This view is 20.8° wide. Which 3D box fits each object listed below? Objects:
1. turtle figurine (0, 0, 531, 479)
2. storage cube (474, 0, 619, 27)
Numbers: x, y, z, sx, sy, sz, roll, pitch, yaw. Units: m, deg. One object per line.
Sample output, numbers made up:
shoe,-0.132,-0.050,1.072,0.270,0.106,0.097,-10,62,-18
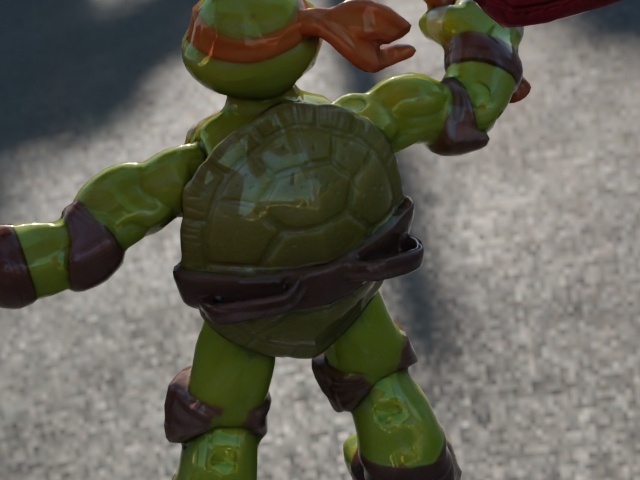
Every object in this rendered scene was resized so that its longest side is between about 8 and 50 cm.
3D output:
turtle figurine,0.000,0.000,0.543,0.269,0.217,0.087,-24,36,-24
storage cube,0.076,-0.189,0.312,0.184,0.193,0.215,-17,52,-8
